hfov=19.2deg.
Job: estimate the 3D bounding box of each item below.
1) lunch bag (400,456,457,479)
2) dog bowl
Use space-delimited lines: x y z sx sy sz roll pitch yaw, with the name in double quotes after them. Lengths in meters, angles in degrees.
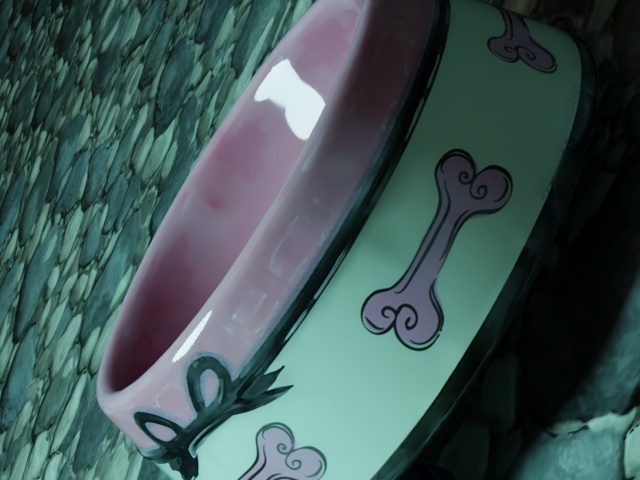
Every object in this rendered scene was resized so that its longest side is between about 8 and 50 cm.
0.054 0.168 1.154 0.065 0.067 0.098 -63 20 13 "lunch bag"
0.000 0.000 1.242 0.408 0.150 0.408 -53 15 20 "dog bowl"
